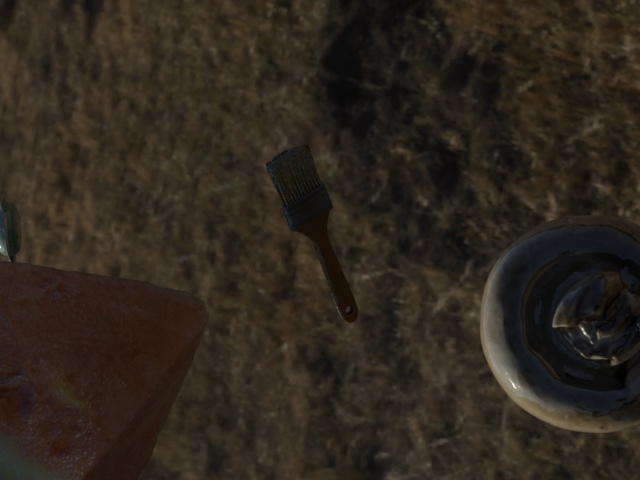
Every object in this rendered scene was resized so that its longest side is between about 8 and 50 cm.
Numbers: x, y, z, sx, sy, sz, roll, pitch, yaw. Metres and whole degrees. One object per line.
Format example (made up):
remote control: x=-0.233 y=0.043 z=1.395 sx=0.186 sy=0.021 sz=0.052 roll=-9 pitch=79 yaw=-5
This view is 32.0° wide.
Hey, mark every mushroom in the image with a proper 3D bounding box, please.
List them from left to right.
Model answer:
mushroom: x=0.439 y=0.129 z=1.801 sx=0.294 sy=0.362 sz=0.362 roll=78 pitch=-161 yaw=-81

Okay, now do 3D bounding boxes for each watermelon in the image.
watermelon: x=-0.268 y=0.129 z=1.041 sx=0.283 sy=0.250 sz=0.292 roll=42 pitch=93 yaw=29

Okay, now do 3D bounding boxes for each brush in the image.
brush: x=0.000 y=0.000 z=0.929 sx=0.014 sy=0.043 sz=0.170 roll=26 pitch=143 yaw=55

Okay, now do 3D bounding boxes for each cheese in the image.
cheese: x=-0.366 y=0.002 z=1.313 sx=0.067 sy=0.026 sz=0.120 roll=-105 pitch=16 yaw=-55
